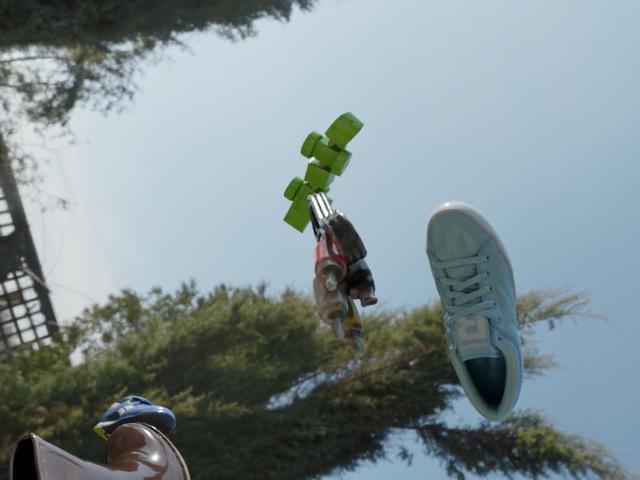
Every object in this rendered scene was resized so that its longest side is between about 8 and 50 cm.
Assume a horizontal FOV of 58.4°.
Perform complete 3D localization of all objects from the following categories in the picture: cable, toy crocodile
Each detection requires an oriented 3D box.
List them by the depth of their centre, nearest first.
[{"bbox_3d":[0.000,0.000,0.675,0.287,0.072,0.139,-118,-171,-58],"label":"cable"},{"bbox_3d":[0.000,-0.159,1.396,0.115,0.105,0.341,31,-56,8],"label":"toy crocodile"}]

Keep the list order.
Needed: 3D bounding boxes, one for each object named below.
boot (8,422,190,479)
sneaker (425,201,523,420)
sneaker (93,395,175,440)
[{"bbox_3d":[-0.199,0.225,0.531,0.248,0.090,0.207,50,-11,50],"label":"boot"},{"bbox_3d":[0.258,0.119,0.926,0.135,0.150,0.366,-18,-80,20],"label":"sneaker"},{"bbox_3d":[-0.243,0.233,0.763,0.144,0.059,0.053,-16,-61,33],"label":"sneaker"}]
